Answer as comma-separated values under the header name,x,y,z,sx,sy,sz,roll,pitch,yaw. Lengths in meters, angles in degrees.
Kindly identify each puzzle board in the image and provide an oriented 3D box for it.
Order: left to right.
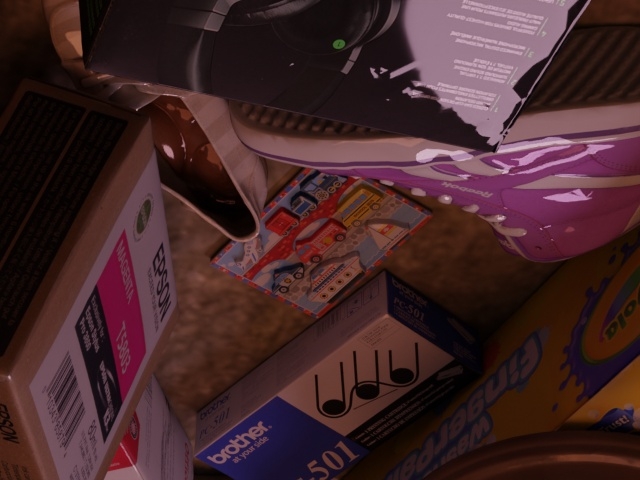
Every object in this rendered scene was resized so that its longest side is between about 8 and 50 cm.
name,x,y,z,sx,sy,sz,roll,pitch,yaw
puzzle board,0.000,0.000,1.168,0.096,0.011,0.128,29,127,-26

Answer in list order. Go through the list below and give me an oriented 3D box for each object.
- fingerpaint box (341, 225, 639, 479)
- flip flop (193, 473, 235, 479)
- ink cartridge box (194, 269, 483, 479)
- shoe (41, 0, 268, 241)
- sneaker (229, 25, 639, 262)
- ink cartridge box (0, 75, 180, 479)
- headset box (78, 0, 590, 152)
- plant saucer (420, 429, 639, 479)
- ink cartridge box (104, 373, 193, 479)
name,x,y,z,sx,sy,sz,roll,pitch,yaw
fingerpaint box,0.277,0.187,1.233,0.371,0.163,0.445,28,127,-17
flip flop,-0.127,0.238,1.345,0.277,0.080,0.112,3,134,-4
ink cartridge box,0.011,0.113,1.254,0.097,0.046,0.207,34,125,-28
shoe,-0.095,-0.081,1.051,0.076,0.058,0.219,-23,131,19
sneaker,0.085,-0.043,1.070,0.282,0.102,0.161,0,137,-2
ink cartridge box,-0.166,0.051,1.044,0.088,0.193,0.234,17,149,12
headset box,0.025,-0.191,0.882,0.246,0.131,0.283,9,134,-21
plant saucer,0.176,0.236,1.154,0.278,0.041,0.278,4,131,5
ink cartridge box,-0.144,0.150,1.239,0.063,0.109,0.150,-13,133,9
